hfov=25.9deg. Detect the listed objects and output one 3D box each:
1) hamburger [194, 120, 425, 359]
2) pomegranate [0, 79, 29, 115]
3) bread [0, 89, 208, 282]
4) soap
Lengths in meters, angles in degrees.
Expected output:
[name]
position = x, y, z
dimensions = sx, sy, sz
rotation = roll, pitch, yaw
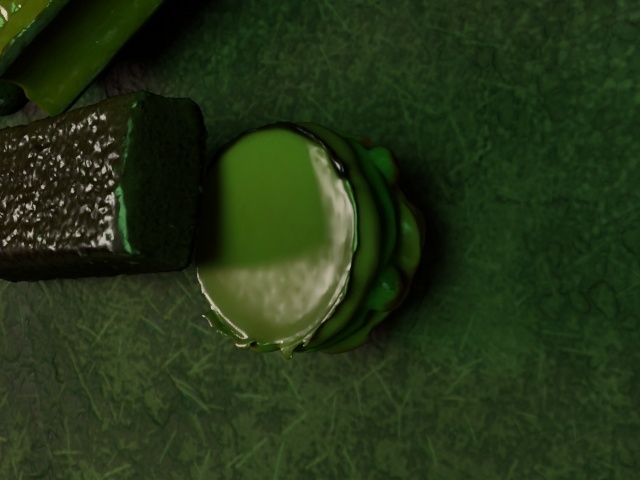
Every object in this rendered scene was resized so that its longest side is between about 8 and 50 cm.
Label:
[hamburger]
position = 0.000, 0.000, 1.316
dimensions = 0.237, 0.149, 0.237
rotation = -3, 85, 41
[pomegranate]
position = -0.380, -0.186, 1.594
dimensions = 0.142, 0.114, 0.114
rotation = -45, 62, 48
[bread]
position = -0.256, -0.044, 1.421
dimensions = 0.416, 0.113, 0.165
rotation = -4, 81, 54
[soap]
position = -0.249, -0.311, 1.477
dimensions = 0.281, 0.143, 0.259
rotation = -44, 39, 23
